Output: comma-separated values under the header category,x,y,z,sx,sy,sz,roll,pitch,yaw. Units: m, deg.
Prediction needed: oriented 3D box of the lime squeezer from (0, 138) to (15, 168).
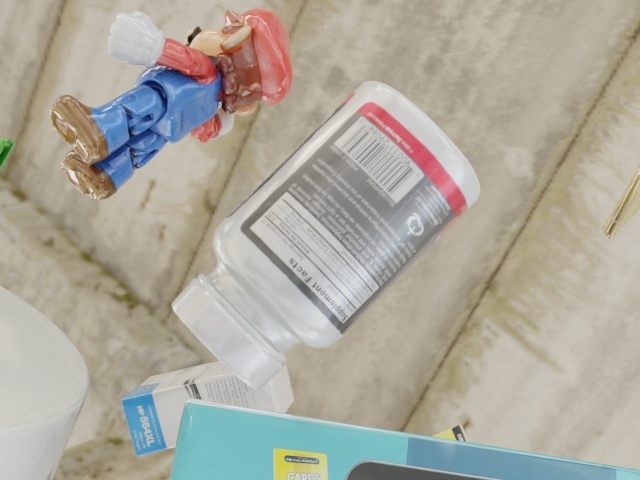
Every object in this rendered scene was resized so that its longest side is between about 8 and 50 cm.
category,x,y,z,sx,sy,sz,roll,pitch,yaw
lime squeezer,-0.395,0.043,1.136,0.109,0.059,0.310,6,-94,16

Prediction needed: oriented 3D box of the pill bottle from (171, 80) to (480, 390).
category,x,y,z,sx,sy,sz,roll,pitch,yaw
pill bottle,0.000,0.000,1.086,0.318,0.176,0.176,-45,-112,-4

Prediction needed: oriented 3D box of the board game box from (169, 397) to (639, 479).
category,x,y,z,sx,sy,sz,roll,pitch,yaw
board game box,0.076,0.189,0.618,0.254,0.336,0.079,109,-10,-64

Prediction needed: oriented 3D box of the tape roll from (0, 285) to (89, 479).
category,x,y,z,sx,sy,sz,roll,pitch,yaw
tape roll,-0.322,0.046,0.582,0.392,0.392,0.072,26,-84,29

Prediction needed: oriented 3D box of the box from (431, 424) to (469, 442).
category,x,y,z,sx,sy,sz,roll,pitch,yaw
box,0.094,0.318,1.390,0.232,0.087,0.058,-24,-107,5

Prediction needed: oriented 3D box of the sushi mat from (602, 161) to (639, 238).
category,x,y,z,sx,sy,sz,roll,pitch,yaw
sushi mat,0.396,-0.153,1.106,0.019,0.151,0.317,34,-51,22

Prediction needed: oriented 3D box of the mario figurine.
category,x,y,z,sx,sy,sz,roll,pitch,yaw
mario figurine,-0.175,-0.185,1.216,0.170,0.320,0.198,58,-28,-6

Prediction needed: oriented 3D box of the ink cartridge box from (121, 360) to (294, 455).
category,x,y,z,sx,sy,sz,roll,pitch,yaw
ink cartridge box,-0.149,0.218,1.420,0.203,0.148,0.086,-13,-88,8
